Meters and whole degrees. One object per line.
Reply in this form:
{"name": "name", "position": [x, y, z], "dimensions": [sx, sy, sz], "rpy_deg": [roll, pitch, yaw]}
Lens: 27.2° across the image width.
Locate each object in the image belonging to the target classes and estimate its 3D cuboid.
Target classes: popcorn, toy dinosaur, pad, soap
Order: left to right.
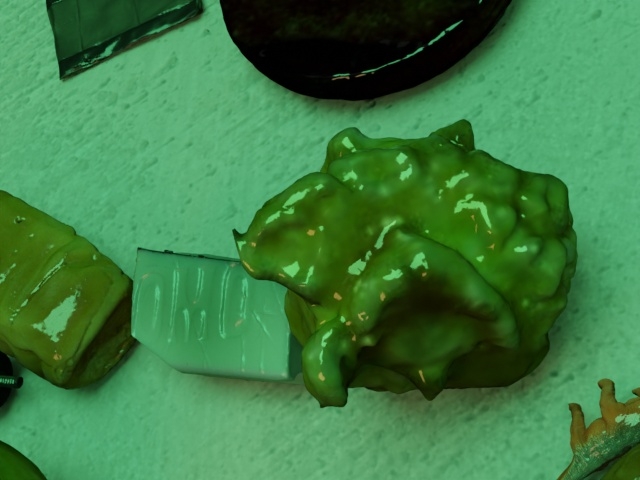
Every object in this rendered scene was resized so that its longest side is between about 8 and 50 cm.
{"name": "pad", "position": [-0.278, -0.334, 1.857], "dimensions": [0.233, 0.022, 0.174], "rpy_deg": [-24, 57, 12]}
{"name": "soap", "position": [-0.112, 0.082, 1.489], "dimensions": [0.230, 0.091, 0.145], "rpy_deg": [2, 82, 28]}
{"name": "popcorn", "position": [0.091, 0.021, 1.340], "dimensions": [0.335, 0.279, 0.274], "rpy_deg": [-3, 88, 3]}
{"name": "toy dinosaur", "position": [0.266, 0.194, 1.290], "dimensions": [0.279, 0.055, 0.101], "rpy_deg": [-41, 17, 29]}

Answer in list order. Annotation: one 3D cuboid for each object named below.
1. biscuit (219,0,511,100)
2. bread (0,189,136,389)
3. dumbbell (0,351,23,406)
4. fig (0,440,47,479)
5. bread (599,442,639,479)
{"name": "biscuit", "position": [0.067, -0.350, 1.672], "dimensions": [0.407, 0.091, 0.407], "rpy_deg": [-11, 61, 20]}
{"name": "bread", "position": [-0.353, 0.058, 1.608], "dimensions": [0.294, 0.132, 0.167], "rpy_deg": [29, 70, 35]}
{"name": "dumbbell", "position": [-0.452, 0.166, 1.611], "dimensions": [0.208, 0.099, 0.099], "rpy_deg": [1, 64, 24]}
{"name": "fig", "position": [-0.366, 0.359, 1.382], "dimensions": [0.258, 0.258, 0.326], "rpy_deg": [-41, 71, -1]}
{"name": "bread", "position": [0.321, 0.245, 1.227], "dimensions": [0.189, 0.077, 0.114], "rpy_deg": [-37, 93, -4]}
